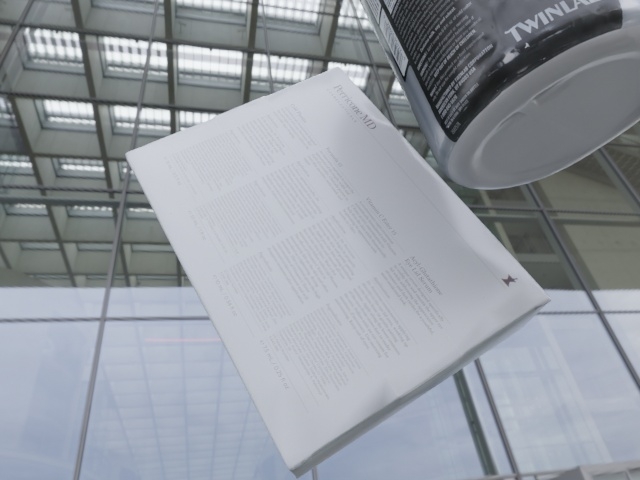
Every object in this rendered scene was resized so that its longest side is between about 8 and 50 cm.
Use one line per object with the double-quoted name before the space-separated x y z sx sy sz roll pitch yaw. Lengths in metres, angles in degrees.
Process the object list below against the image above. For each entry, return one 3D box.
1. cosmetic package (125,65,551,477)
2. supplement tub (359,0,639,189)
"cosmetic package" 0.000 0.000 0.526 0.284 0.377 0.097 -28 -26 -14
"supplement tub" 0.141 -0.222 0.431 0.193 0.316 0.194 -14 -24 -7
